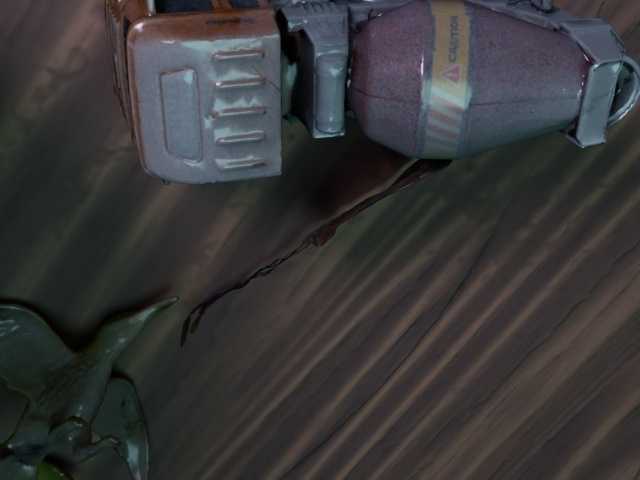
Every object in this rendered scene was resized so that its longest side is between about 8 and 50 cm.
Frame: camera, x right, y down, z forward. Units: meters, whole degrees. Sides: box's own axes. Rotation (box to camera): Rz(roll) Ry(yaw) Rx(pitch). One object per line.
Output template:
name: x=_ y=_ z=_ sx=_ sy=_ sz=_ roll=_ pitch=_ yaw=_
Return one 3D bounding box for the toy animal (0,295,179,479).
toy animal: x=-0.149 y=0.102 z=0.545 sx=0.155 sy=0.095 sz=0.219 roll=-32 pitch=127 yaw=11

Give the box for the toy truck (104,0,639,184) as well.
toy truck: x=0.023 y=-0.091 z=0.439 sx=0.257 sy=0.140 sz=0.108 roll=-7 pitch=125 yaw=-13

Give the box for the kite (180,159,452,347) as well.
kite: x=-0.002 y=-0.002 z=0.519 sx=0.229 sy=0.127 sz=0.016 roll=-35 pitch=92 yaw=15

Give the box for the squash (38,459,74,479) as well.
squash: x=-0.306 y=0.196 z=0.550 sx=0.252 sy=0.093 sz=0.169 roll=-25 pitch=171 yaw=1
